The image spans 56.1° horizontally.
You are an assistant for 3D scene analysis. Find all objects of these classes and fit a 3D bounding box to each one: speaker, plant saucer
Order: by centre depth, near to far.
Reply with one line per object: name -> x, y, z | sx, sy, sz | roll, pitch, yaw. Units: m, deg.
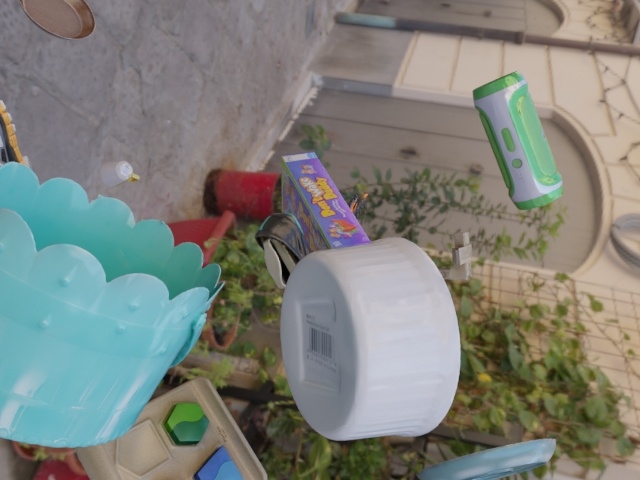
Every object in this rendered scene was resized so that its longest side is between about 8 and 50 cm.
plant saucer -> 0.372, 0.504, 1.335 | 0.318, 0.317, 0.044 | 80, -3, -62
speaker -> 0.451, -0.225, 1.370 | 0.297, 0.131, 0.131 | 66, 18, -9
plant saucer -> -0.676, -0.584, 1.529 | 0.036, 0.198, 0.199 | -34, -158, 37

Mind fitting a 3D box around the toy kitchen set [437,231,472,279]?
toy kitchen set -> 0.231, 0.031, 1.099 | 0.068, 0.075, 0.084 | -12, 98, -59

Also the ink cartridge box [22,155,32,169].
ink cartridge box -> -0.558, -0.070, 1.067 | 0.151, 0.109, 0.063 | 103, -33, -48

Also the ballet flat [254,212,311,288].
ballet flat -> -0.037, 0.085, 1.092 | 0.096, 0.095, 0.281 | -35, 95, -46

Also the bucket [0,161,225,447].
bucket -> -0.255, 0.058, 0.603 | 0.183, 0.281, 0.281 | -62, 171, 5

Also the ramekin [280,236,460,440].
ramekin -> 0.050, 0.136, 0.820 | 0.277, 0.135, 0.278 | 10, -79, 63

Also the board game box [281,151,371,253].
board game box -> 0.000, 0.000, 1.265 | 0.347, 0.078, 0.234 | -118, -156, -49

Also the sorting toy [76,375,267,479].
sorting toy -> -0.244, 0.301, 0.926 | 0.229, 0.307, 0.041 | -24, 162, -40

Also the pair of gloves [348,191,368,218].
pair of gloves -> 0.087, -0.083, 1.473 | 0.083, 0.010, 0.074 | -22, 138, -58

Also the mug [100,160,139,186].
mug -> -0.483, -0.167, 1.456 | 0.078, 0.064, 0.062 | -27, 105, -52

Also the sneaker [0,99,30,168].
sneaker -> -0.415, -0.110, 0.717 | 0.083, 0.084, 0.215 | -56, 147, -41
